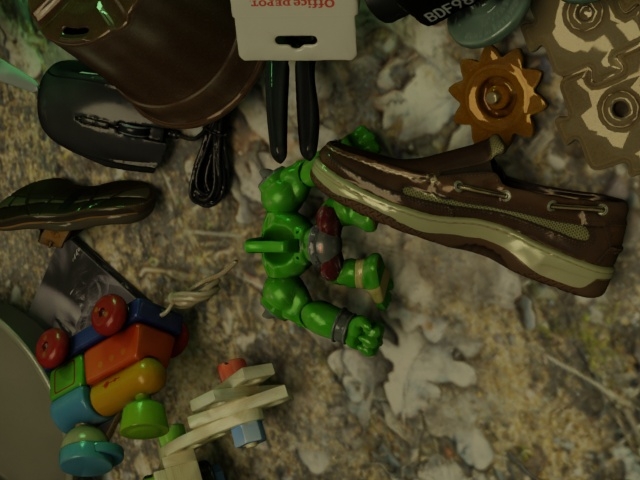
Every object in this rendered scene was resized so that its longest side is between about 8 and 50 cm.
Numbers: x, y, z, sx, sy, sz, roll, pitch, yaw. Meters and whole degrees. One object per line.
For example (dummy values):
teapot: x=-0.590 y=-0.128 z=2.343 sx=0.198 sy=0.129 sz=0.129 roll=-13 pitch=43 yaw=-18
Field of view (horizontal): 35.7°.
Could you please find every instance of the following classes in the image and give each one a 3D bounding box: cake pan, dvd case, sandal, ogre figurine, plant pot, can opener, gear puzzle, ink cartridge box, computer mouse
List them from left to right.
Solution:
cake pan: x=-0.377 y=0.198 z=1.167 sx=0.293 sy=0.054 sz=0.293 roll=13 pitch=113 yaw=32
sandal: x=-0.267 y=-0.025 z=1.071 sx=0.219 sy=0.090 sz=0.060 roll=-2 pitch=121 yaw=24
dvd case: x=-0.274 y=0.124 z=1.131 sx=0.164 sy=0.018 sz=0.221 roll=39 pitch=117 yaw=18
computer mouse: x=-0.196 y=-0.153 z=1.003 sx=0.262 sy=0.060 sz=0.184 roll=24 pitch=112 yaw=24
plant pot: x=-0.155 y=-0.201 z=0.872 sx=0.167 sy=0.165 sz=0.167 roll=-6 pitch=76 yaw=25
can opener: x=-0.026 y=-0.147 z=0.864 sx=0.059 sy=0.073 sz=0.186 roll=-4 pitch=64 yaw=16
ink cartridge box: x=-0.021 y=-0.239 z=0.795 sx=0.104 sy=0.061 sz=0.181 roll=1 pitch=125 yaw=7
ogre figurine: x=0.000 y=0.000 z=0.901 sx=0.118 sy=0.097 sz=0.197 roll=0 pitch=112 yaw=19
gear puzzle: x=0.252 y=-0.146 z=0.758 sx=0.339 sy=0.044 sz=0.175 roll=-20 pitch=90 yaw=34

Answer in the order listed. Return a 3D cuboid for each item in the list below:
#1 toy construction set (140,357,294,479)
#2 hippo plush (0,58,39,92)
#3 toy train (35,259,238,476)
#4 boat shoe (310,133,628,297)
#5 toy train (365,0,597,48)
toy construction set: x=-0.101 y=0.282 z=0.953 sx=0.215 sy=0.151 sz=0.327 roll=119 pitch=150 yaw=-64
hippo plush: x=-0.431 y=-0.240 z=0.899 sx=0.234 sy=0.236 sz=0.294 roll=-8 pitch=109 yaw=3
toy train: x=-0.170 y=0.128 z=0.973 sx=0.248 sy=0.105 sz=0.143 roll=-29 pitch=53 yaw=28
boat shoe: x=0.123 y=-0.044 z=0.808 sx=0.257 sy=0.095 sz=0.095 roll=20 pitch=104 yaw=2
toy train: x=0.169 y=-0.273 z=0.709 sx=0.334 sy=0.142 sz=0.190 roll=-19 pitch=56 yaw=37
